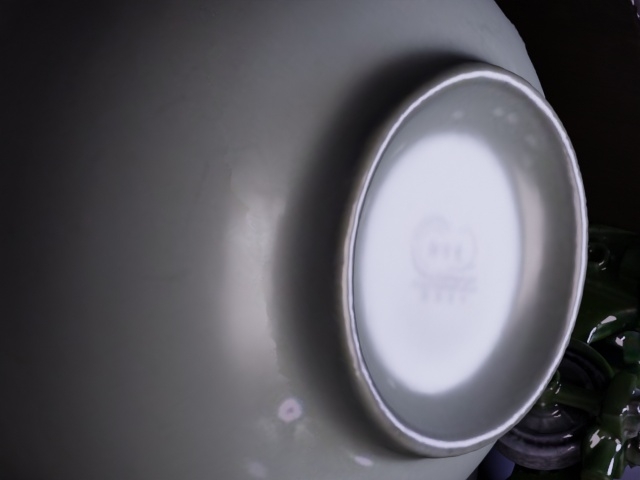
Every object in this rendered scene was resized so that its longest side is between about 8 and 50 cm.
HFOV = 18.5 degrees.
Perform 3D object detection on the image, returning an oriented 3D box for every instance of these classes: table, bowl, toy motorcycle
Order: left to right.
[{"bbox_3d":[0.000,0.000,0.912,0.354,0.185,0.354,-9,102,-46],"label":"bowl"},{"bbox_3d":[0.177,0.086,1.199,0.205,0.127,0.275,78,32,-50],"label":"toy motorcycle"},{"bbox_3d":[0.175,-0.132,1.099,0.193,0.169,0.172,-46,133,-28],"label":"table"}]

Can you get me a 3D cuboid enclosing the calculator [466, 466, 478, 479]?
[{"bbox_3d":[0.047,0.156,1.160,0.121,0.039,0.210,-12,113,-44],"label":"calculator"}]
